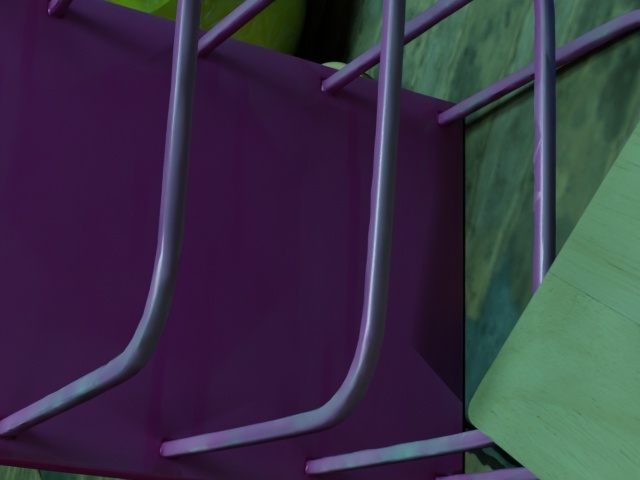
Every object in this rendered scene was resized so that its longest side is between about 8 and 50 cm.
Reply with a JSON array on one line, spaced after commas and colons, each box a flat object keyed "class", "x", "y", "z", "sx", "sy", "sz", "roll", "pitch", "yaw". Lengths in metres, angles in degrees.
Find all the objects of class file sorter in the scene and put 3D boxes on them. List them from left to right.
[{"class": "file sorter", "x": -0.022, "y": -0.019, "z": 0.475, "sx": 0.182, "sy": 0.291, "sz": 0.202, "roll": -27, "pitch": 55, "yaw": 56}]

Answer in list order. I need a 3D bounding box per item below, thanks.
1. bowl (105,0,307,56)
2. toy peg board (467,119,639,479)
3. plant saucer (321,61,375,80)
[{"class": "bowl", "x": -0.118, "y": -0.102, "z": 0.826, "sx": 0.156, "sy": 0.289, "sz": 0.289, "roll": 63, "pitch": 161, "yaw": -17}, {"class": "toy peg board", "x": 0.150, "y": 0.028, "z": 0.348, "sx": 0.160, "sy": 0.079, "sz": 0.161, "roll": -59, "pitch": 35, "yaw": 4}, {"class": "plant saucer", "x": 0.000, "y": 0.000, "z": 0.713, "sx": 0.200, "sy": 0.037, "sz": 0.200, "roll": -35, "pitch": 50, "yaw": 55}]
